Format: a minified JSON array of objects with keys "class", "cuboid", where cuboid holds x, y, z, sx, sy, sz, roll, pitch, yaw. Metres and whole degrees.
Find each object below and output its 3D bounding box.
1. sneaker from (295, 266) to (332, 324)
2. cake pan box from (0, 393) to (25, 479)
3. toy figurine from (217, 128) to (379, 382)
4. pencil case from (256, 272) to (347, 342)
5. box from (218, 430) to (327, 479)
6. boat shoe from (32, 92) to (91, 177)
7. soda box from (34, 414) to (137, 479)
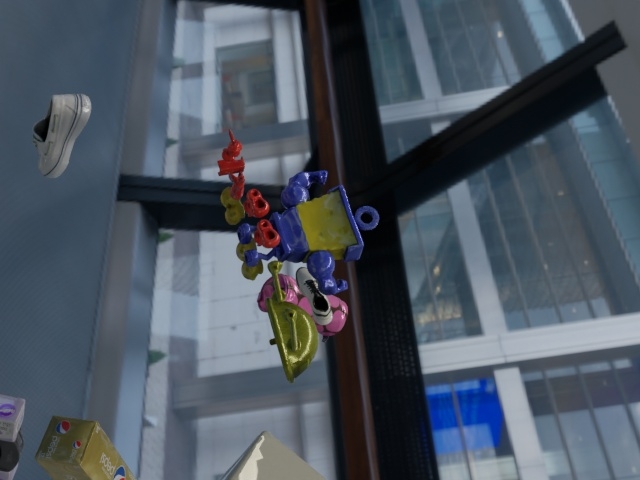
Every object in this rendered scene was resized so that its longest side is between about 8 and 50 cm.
[{"class":"sneaker","cuboid":[-0.009,0.085,1.222,0.109,0.040,0.043,59,-15,26]},{"class":"cake pan box","cuboid":[-0.736,0.390,1.491,0.070,0.267,0.245,-87,-163,-50]},{"class":"toy figurine","cuboid":[0.000,0.000,1.084,0.191,0.217,0.362,114,-40,-62]},{"class":"pencil case","cuboid":[-0.039,0.136,1.506,0.209,0.098,0.095,32,62,-45]},{"class":"box","cuboid":[-0.087,0.298,0.553,0.148,0.121,0.311,-53,176,25]},{"class":"boat shoe","cuboid":[-0.504,-0.202,1.385,0.226,0.076,0.083,-47,-131,40]},{"class":"soda box","cuboid":[-0.291,0.290,0.932,0.181,0.061,0.058,83,15,-50]}]
